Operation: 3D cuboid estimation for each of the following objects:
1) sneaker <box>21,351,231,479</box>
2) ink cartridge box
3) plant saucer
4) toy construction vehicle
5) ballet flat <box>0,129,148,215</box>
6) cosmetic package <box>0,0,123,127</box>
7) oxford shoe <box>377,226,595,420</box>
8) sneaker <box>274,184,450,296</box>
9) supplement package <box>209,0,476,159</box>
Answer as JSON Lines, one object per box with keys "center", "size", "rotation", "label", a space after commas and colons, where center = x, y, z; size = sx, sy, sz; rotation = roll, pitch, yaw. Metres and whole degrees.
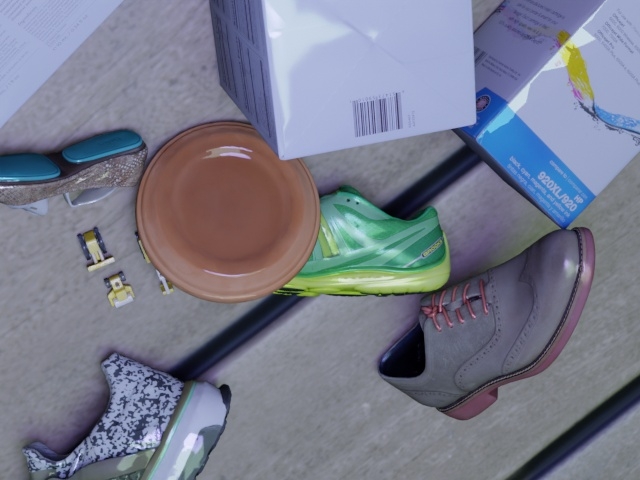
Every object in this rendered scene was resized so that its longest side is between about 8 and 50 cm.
{"center": [-0.271, 0.303, 1.547], "size": [0.182, 0.158, 0.410], "rotation": [32, 82, -4], "label": "sneaker"}
{"center": [0.265, -0.171, 1.509], "size": [0.233, 0.171, 0.168], "rotation": [-47, 118, 5], "label": "ink cartridge box"}
{"center": [-0.096, -0.034, 1.461], "size": [0.199, 0.037, 0.200], "rotation": [2, 77, -8], "label": "plant saucer"}
{"center": [-0.211, 0.027, 1.510], "size": [0.085, 0.035, 0.098], "rotation": [-20, 116, -9], "label": "toy construction vehicle"}
{"center": [-0.271, -0.060, 1.418], "size": [0.206, 0.073, 0.067], "rotation": [-13, 124, -28], "label": "ballet flat"}
{"center": [-0.340, -0.252, 1.250], "size": [0.377, 0.097, 0.284], "rotation": [-44, 143, 8], "label": "cosmetic package"}
{"center": [0.181, 0.094, 1.546], "size": [0.130, 0.123, 0.348], "rotation": [18, 137, -18], "label": "oxford shoe"}
{"center": [0.000, 0.000, 1.546], "size": [0.295, 0.109, 0.124], "rotation": [2, 82, -14], "label": "sneaker"}
{"center": [0.011, -0.225, 1.352], "size": [0.199, 0.263, 0.198], "rotation": [-11, 114, -13], "label": "supplement package"}
